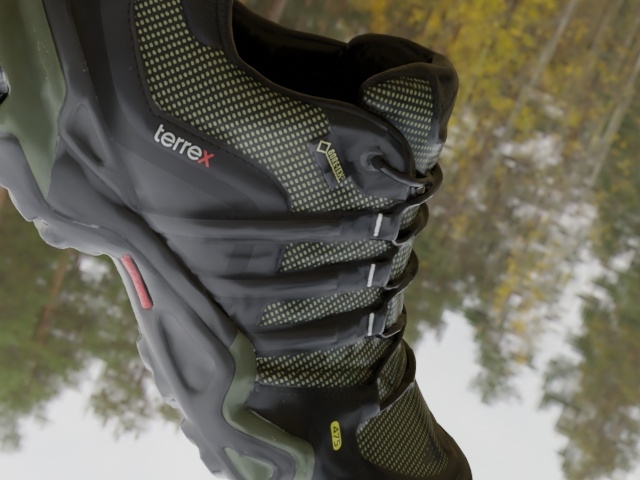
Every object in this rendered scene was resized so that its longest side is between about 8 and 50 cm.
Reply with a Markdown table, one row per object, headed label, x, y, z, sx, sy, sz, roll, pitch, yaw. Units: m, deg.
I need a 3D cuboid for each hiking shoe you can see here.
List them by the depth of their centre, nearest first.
| label | x | y | z | sx | sy | sz | roll | pitch | yaw |
| --- | --- | --- | --- | --- | --- | --- | --- | --- | --- |
| hiking shoe | 0.000 | 0.000 | 0.430 | 0.227 | 0.114 | 0.086 | 53 | -164 | -27 |
